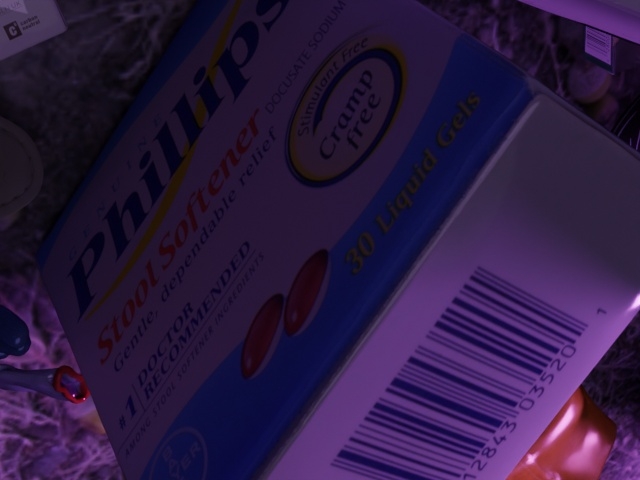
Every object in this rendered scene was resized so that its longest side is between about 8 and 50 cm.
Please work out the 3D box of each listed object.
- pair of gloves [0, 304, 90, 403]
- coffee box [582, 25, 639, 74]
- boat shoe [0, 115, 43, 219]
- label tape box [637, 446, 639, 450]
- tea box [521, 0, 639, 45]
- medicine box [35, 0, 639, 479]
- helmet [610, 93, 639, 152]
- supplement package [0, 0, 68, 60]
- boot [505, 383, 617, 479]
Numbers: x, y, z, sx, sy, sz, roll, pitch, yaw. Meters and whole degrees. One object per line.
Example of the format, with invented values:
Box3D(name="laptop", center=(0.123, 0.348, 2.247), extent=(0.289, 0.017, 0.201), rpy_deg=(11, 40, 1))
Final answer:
Box3D(name="pair of gloves", center=(-0.212, 0.046, 0.568), extent=(0.159, 0.023, 0.198), rpy_deg=(10, 159, 7))
Box3D(name="coffee box", center=(0.235, -0.215, 0.735), extent=(0.113, 0.040, 0.184), rpy_deg=(-18, 125, -15))
Box3D(name="boat shoe", center=(-0.264, -0.029, 0.565), extent=(0.228, 0.069, 0.081), rpy_deg=(-6, 80, -32))
Box3D(name="label tape box", center=(0.443, 0.112, 1.008), extent=(0.348, 0.115, 0.249), rpy_deg=(23, 107, -34))
Box3D(name="tea box", center=(0.185, -0.263, 0.528), extent=(0.329, 0.220, 0.323), rpy_deg=(12, 105, -27))
Box3D(name="medicine box", center=(0.000, 0.000, 0.580), extent=(0.149, 0.289, 0.263), rpy_deg=(26, 104, -37))
Box3D(name="helmet", center=(0.286, -0.039, 0.796), extent=(0.169, 0.169, 0.161), rpy_deg=(34, 83, -39))
Box3D(name="supplement package", center=(-0.226, -0.185, 0.440), extent=(0.134, 0.139, 0.244), rpy_deg=(-28, 127, -12))
Box3D(name="boot", center=(0.122, 0.228, 0.909), extent=(0.295, 0.104, 0.211), rpy_deg=(-47, 129, -1))
